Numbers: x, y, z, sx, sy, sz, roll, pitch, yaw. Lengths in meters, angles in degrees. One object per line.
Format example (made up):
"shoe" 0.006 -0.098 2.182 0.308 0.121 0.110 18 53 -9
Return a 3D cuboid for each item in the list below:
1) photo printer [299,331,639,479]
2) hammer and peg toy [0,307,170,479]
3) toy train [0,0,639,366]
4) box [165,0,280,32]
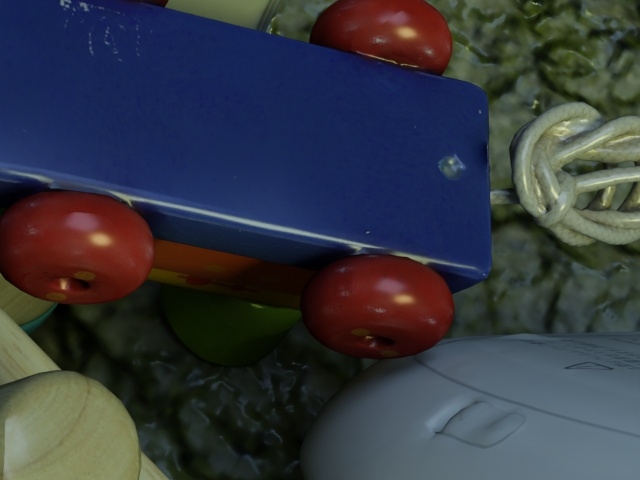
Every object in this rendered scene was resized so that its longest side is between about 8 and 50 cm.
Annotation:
"photo printer" 0.157 0.085 0.513 0.308 0.256 0.107 0 95 -21
"hammer and peg toy" -0.104 0.137 0.393 0.361 0.127 0.266 49 55 -16
"toy train" 0.000 0.000 0.568 0.248 0.143 0.105 12 64 -21
"box" -0.077 -0.165 0.616 0.127 0.148 0.232 11 59 -14
